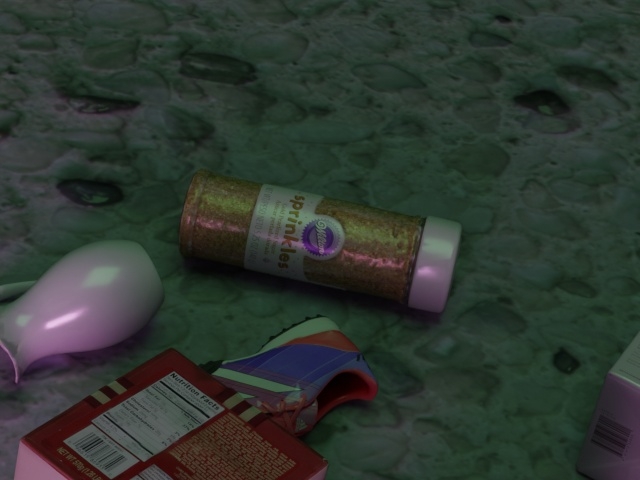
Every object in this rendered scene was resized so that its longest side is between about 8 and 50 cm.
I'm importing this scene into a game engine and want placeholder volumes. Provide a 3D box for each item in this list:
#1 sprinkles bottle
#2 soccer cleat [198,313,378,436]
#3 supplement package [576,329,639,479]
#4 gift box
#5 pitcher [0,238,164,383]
[{"bbox_3d":[0.000,0.000,1.996,0.355,0.121,0.121,12,42,5],"label":"sprinkles bottle"},{"bbox_3d":[-0.074,0.192,1.785,0.318,0.108,0.116,-25,55,-35],"label":"soccer cleat"},{"bbox_3d":[0.459,0.171,1.836,0.175,0.177,0.293,28,45,21],"label":"supplement package"},{"bbox_3d":[-0.182,0.300,1.526,0.255,0.258,0.276,36,41,27],"label":"gift box"},{"bbox_3d":[-0.310,0.070,1.879,0.207,0.125,0.178,-26,36,-19],"label":"pitcher"}]
